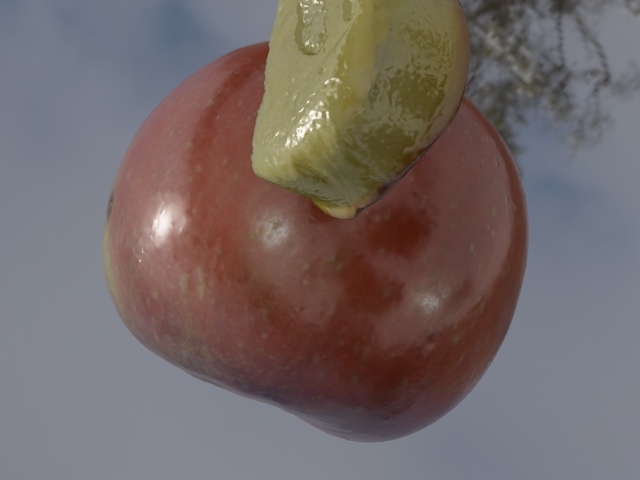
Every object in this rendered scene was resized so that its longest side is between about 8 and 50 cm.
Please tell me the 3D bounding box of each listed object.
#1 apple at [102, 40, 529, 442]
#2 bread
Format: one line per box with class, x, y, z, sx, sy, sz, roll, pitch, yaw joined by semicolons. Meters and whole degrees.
apple;0.000;0.000;1.203;0.348;0.348;0.277;24;-97;-14
bread;0.026;-0.094;0.865;0.086;0.125;0.156;19;-103;-33
